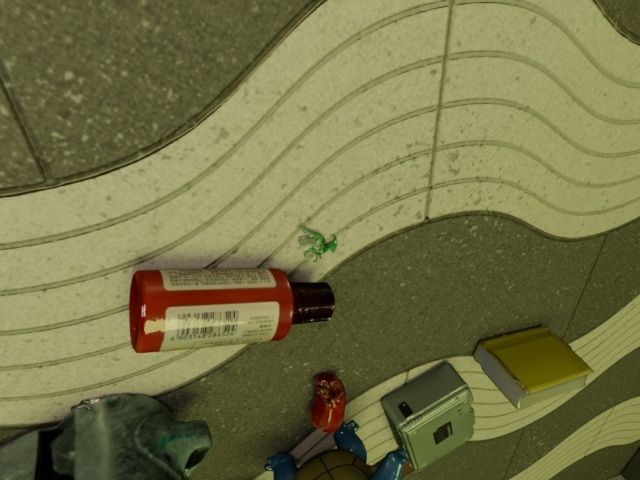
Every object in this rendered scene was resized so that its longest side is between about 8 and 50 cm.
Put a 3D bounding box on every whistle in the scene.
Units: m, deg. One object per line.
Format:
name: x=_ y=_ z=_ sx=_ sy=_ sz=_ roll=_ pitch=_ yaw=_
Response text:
whistle: x=-0.365 y=0.348 z=0.658 sx=0.404 sy=0.168 sz=0.188 roll=6 pitch=121 yaw=-32

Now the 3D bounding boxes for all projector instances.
projector: x=0.265 y=0.423 z=1.103 sx=0.192 sy=0.099 sz=0.257 roll=-28 pitch=133 yaw=-8

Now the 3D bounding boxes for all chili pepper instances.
chili pepper: x=0.015 y=0.321 z=0.913 sx=0.070 sy=0.073 sz=0.123 roll=-41 pitch=147 yaw=-43

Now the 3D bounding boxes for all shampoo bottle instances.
shampoo bottle: x=-0.109 y=0.090 z=0.644 sx=0.278 sy=0.104 sz=0.104 roll=1 pitch=123 yaw=-29

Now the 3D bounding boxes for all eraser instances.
eraser: x=0.485 y=0.284 z=1.077 sx=0.226 sy=0.158 sz=0.069 roll=-6 pitch=128 yaw=-25

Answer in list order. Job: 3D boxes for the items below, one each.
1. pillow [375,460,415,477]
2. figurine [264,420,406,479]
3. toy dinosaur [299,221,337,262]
pillow: x=0.183 y=0.628 z=1.253 sx=0.232 sy=0.043 sz=0.126 roll=-32 pitch=132 yaw=-4
figurine: x=0.018 y=0.520 z=0.944 sx=0.297 sy=0.243 sz=0.416 roll=-10 pitch=168 yaw=-16
toy dinosaur: x=0.000 y=0.000 z=0.693 sx=0.062 sy=0.021 sz=0.083 roll=-20 pitch=135 yaw=-24
